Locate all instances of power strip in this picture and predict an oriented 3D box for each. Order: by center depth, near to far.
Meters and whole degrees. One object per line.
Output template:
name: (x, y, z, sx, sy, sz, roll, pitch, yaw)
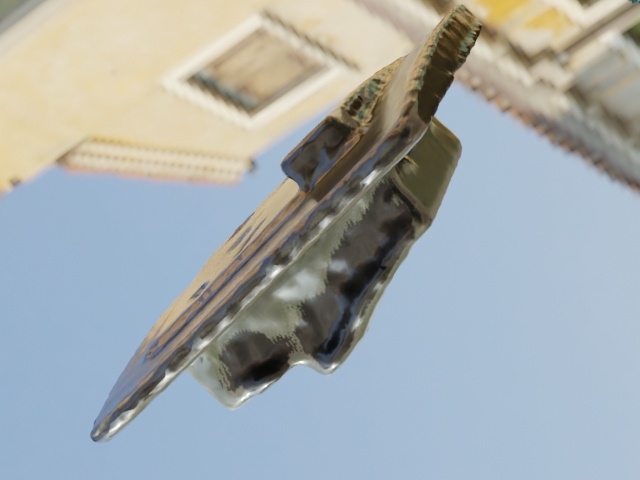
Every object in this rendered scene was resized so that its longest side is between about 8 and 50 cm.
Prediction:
power strip: (0.002, 0.000, 1.091, 0.092, 0.251, 0.257, 38, -158, -2)

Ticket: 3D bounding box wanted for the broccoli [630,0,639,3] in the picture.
broccoli: (0.317, -0.265, 1.384, 0.308, 0.275, 0.307, 174, 90, -86)
